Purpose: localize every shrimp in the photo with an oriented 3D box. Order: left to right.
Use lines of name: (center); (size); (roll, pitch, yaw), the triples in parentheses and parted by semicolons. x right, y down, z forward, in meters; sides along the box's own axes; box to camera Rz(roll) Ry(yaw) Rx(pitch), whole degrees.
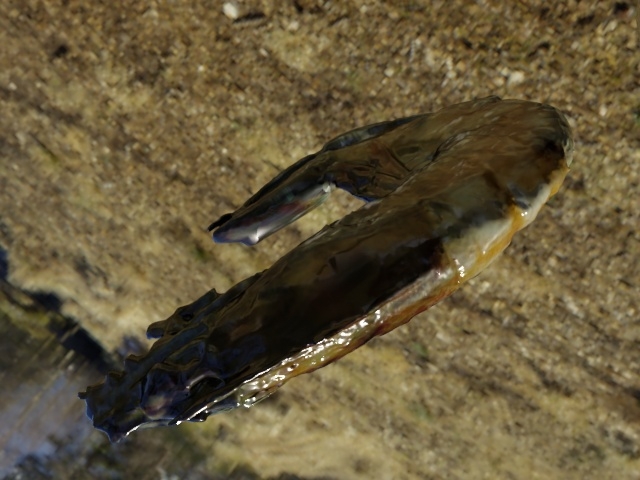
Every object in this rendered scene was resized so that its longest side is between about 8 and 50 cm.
shrimp: (0.000, 0.000, 0.638); (0.233, 0.365, 0.071); (36, 155, 60)

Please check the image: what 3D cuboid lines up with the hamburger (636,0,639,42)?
hamburger: (0.167, -0.107, 0.316); (0.115, 0.162, 0.162); (7, 146, 13)
